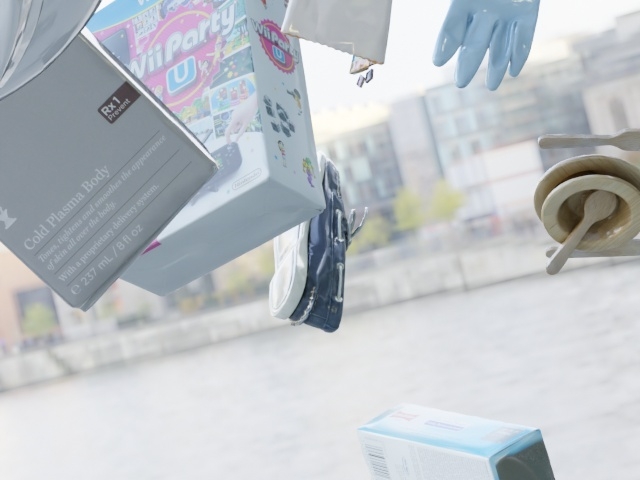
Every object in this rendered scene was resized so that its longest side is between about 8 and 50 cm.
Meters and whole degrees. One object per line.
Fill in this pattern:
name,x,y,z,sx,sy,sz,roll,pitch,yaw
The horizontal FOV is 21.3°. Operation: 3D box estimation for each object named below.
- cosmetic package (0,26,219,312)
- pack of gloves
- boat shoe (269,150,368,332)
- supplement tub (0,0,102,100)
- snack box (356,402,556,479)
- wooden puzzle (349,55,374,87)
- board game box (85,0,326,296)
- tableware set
cosmetic package,-0.187,-0.088,1.009,0.127,0.238,0.107,-47,15,2
pack of gloves,0.079,-0.232,1.298,0.195,0.232,0.046,15,-13,-15
boat shoe,0.000,0.000,1.895,0.079,0.254,0.095,25,-54,-16
supplement tub,-0.178,-0.194,0.698,0.241,0.241,0.331,-15,32,19
snack box,0.147,0.298,1.395,0.060,0.322,0.187,-25,15,-29
wooden puzzle,0.042,-0.168,1.452,0.006,0.083,0.049,17,-12,-22
board game box,-0.123,-0.129,1.702,0.224,0.303,0.097,-28,-35,29
tableware set,0.250,-0.021,1.211,0.194,0.128,0.039,-3,45,9
